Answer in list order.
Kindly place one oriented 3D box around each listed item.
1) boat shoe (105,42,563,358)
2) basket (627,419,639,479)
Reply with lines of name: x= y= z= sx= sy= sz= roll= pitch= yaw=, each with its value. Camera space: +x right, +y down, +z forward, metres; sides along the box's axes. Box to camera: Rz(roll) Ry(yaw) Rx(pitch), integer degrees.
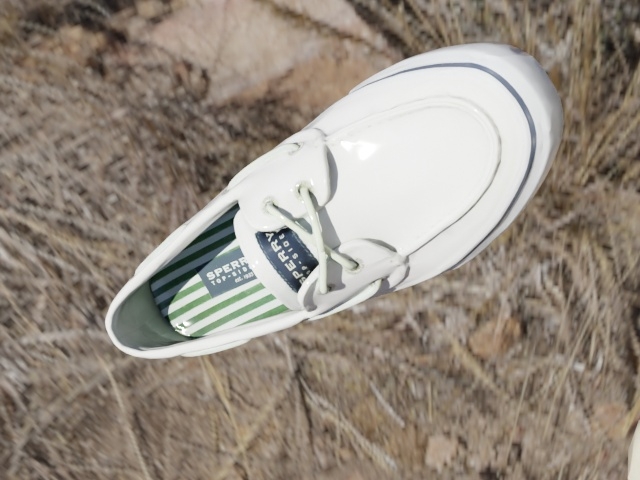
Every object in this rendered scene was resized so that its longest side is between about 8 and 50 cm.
boat shoe: x=0.000 y=0.000 z=0.665 sx=0.083 sy=0.226 sz=0.076 roll=54 pitch=41 yaw=-1
basket: x=0.222 y=0.016 z=0.373 sx=0.266 sy=0.331 sz=0.328 roll=17 pitch=113 yaw=13
